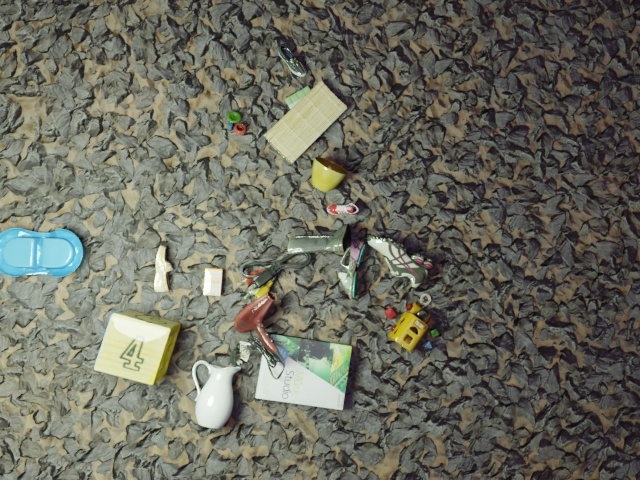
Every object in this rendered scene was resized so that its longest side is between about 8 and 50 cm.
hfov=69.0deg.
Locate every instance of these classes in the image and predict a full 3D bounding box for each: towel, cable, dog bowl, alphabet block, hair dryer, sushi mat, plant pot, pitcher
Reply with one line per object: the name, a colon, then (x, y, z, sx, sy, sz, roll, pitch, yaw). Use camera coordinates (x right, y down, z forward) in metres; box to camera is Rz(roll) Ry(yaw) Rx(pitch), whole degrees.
towel: (-0.052, -0.503, 1.783, 0.113, 0.023, 0.152, -32, 87, -9)
cable: (-0.176, 0.108, 1.717, 0.287, 0.072, 0.140, -34, 78, -19)
dog bowl: (-0.969, 0.043, 1.618, 0.296, 0.074, 0.166, 1, 86, -6)
alphabet block: (-0.609, 0.354, 1.573, 0.196, 0.192, 0.194, 16, 86, -5)
hair dryer: (-0.203, 0.319, 1.630, 0.223, 0.080, 0.294, 10, 100, 20)
sushi mat: (-0.056, -0.447, 1.754, 0.151, 0.019, 0.316, 44, 81, 0)
plant pot: (0.020, -0.237, 1.724, 0.134, 0.134, 0.095, 26, 112, -3)
pitcher: (-0.384, 0.533, 1.627, 0.177, 0.125, 0.207, 7, 76, 18)

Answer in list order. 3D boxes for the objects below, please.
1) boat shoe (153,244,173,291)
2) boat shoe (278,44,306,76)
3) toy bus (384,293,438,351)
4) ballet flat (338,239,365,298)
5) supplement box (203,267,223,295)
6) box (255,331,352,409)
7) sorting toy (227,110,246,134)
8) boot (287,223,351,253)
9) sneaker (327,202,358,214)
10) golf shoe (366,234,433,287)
boat shoe: (-0.557, 0.102, 1.665, 0.059, 0.063, 0.170, 5, 94, -8)
boat shoe: (-0.109, -0.686, 1.778, 0.142, 0.040, 0.049, 45, 83, -1)
toy bus: (0.346, 0.310, 1.716, 0.190, 0.104, 0.203, -9, 87, -7)
ballet flat: (0.111, 0.105, 1.731, 0.079, 0.077, 0.222, 9, 79, 13)
supplement box: (-0.388, 0.150, 1.687, 0.062, 0.036, 0.099, 5, 85, -6)
box: (-0.059, 0.472, 1.685, 0.321, 0.058, 0.233, 9, 85, -6)
sorting toy: (-0.319, -0.430, 1.742, 0.061, 0.042, 0.102, -23, 76, -22)
boot: (0.000, -0.003, 1.711, 0.208, 0.190, 0.076, -7, 109, 20)
sneaker: (0.086, -0.118, 1.741, 0.118, 0.067, 0.042, 4, 85, -5)
golf shoe: (0.282, 0.071, 1.731, 0.272, 0.105, 0.120, 29, 90, -2)
